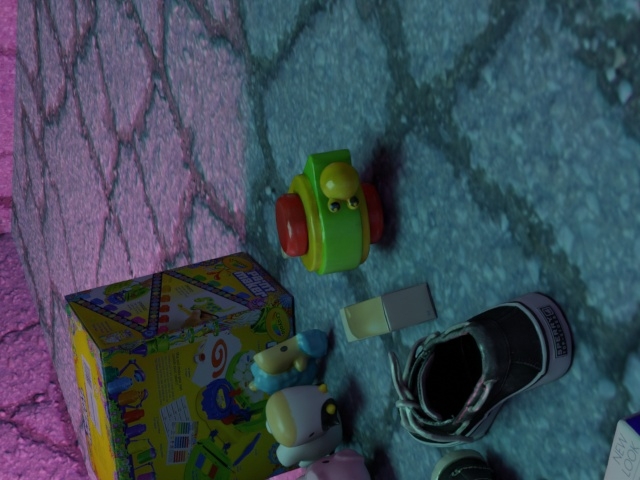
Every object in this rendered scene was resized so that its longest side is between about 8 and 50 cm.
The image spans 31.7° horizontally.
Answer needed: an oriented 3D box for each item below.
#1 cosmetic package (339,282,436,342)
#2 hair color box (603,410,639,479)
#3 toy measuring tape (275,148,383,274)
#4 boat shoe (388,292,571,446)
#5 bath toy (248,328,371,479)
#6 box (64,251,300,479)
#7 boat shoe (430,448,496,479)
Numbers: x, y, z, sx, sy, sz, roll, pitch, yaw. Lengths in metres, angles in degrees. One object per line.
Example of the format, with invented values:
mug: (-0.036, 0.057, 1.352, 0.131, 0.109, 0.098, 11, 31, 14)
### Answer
cosmetic package: (0.071, 0.079, 1.215, 0.115, 0.060, 0.041, -27, 78, 65)
hair color box: (0.314, 0.271, 0.707, 0.339, 0.110, 0.185, -128, 32, -47)
toy measuring tape: (0.000, 0.000, 1.281, 0.330, 0.121, 0.121, 116, 136, -69)
boat shoe: (0.122, 0.140, 1.072, 0.306, 0.104, 0.113, -43, 63, 64)
bath toy: (0.017, 0.290, 1.391, 0.151, 0.129, 0.348, 26, -143, -59)
box: (-0.191, 0.206, 1.609, 0.177, 0.279, 0.290, 39, 137, 55)
boat shoe: (0.153, 0.331, 1.137, 0.079, 0.084, 0.233, -142, 45, -62)
